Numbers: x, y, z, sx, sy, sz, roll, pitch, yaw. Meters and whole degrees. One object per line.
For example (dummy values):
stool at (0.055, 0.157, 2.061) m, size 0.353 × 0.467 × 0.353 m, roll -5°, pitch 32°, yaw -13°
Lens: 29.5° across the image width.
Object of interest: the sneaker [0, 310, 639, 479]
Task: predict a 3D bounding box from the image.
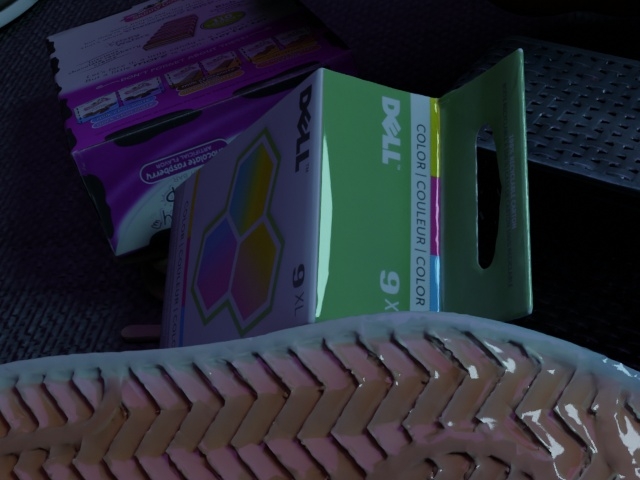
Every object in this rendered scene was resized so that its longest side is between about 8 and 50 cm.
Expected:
sneaker at (0.003, 0.091, 0.472) m, size 0.302 × 0.121 × 0.108 m, roll -1°, pitch 74°, yaw 18°

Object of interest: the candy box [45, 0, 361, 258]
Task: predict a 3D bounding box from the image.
candy box at (-0.075, -0.089, 0.737) m, size 0.159 × 0.071 × 0.233 m, roll -20°, pitch 28°, yaw -6°

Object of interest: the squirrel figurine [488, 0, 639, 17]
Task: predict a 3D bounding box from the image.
squirrel figurine at (0.175, -0.187, 0.587) m, size 0.281 × 0.370 × 0.397 m, roll -60°, pitch 5°, yaw 2°

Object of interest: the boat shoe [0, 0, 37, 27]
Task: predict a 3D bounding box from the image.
boat shoe at (-0.266, -0.267, 1.033) m, size 0.109 × 0.091 × 0.305 m, roll 5°, pitch 43°, yaw 25°

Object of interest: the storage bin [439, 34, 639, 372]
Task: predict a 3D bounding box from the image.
storage bin at (0.136, -0.008, 0.549) m, size 0.180 × 0.122 × 0.084 m, roll 19°, pitch 50°, yaw 32°

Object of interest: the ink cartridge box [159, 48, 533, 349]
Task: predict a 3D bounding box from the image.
ink cartridge box at (0.000, 0.000, 0.518) m, size 0.209 × 0.062 × 0.109 m, roll -29°, pitch 53°, yaw 56°

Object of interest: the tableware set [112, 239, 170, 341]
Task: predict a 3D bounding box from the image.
tableware set at (-0.012, -0.007, 0.671) m, size 0.194 × 0.039 × 0.128 m, roll -4°, pitch 40°, yaw 15°
